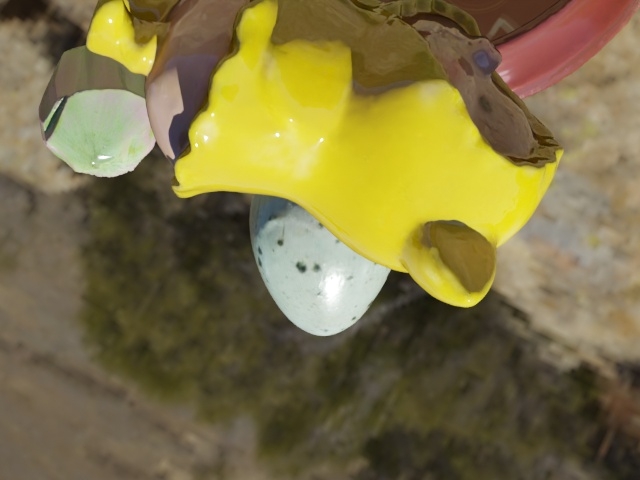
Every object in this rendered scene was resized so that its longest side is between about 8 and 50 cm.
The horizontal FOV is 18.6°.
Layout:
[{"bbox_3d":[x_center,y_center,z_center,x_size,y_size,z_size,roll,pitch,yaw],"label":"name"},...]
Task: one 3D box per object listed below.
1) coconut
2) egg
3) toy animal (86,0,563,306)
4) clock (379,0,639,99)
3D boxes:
[{"bbox_3d":[-0.146,-0.081,1.294,0.083,0.081,0.082,-12,142,3],"label":"coconut"},{"bbox_3d":[0.000,0.000,1.669,0.131,0.164,0.131,9,-167,-2],"label":"egg"},{"bbox_3d":[-0.001,-0.063,0.937,0.230,0.156,0.156,29,154,-5],"label":"toy animal"},{"bbox_3d":[0.067,-0.208,1.251,0.318,0.318,0.080,17,158,24],"label":"clock"}]
